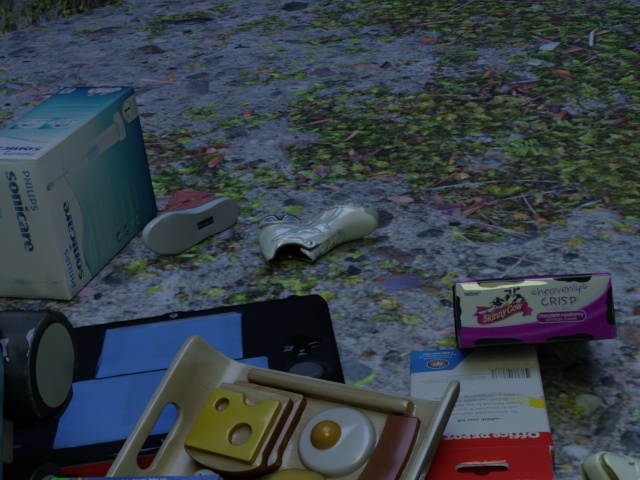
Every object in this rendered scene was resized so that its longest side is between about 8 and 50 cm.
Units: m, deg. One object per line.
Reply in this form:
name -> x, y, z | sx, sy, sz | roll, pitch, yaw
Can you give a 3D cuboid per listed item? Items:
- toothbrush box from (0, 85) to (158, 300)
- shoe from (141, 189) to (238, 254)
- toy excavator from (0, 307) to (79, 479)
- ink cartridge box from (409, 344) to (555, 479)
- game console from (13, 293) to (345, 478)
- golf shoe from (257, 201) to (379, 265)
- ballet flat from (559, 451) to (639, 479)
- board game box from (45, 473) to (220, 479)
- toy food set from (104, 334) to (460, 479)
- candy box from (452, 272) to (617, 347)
toothbrush box -> -0.367, -0.076, 1.669 | 0.126, 0.216, 0.295 | 1, 28, 18
shoe -> -0.211, -0.029, 1.715 | 0.081, 0.063, 0.178 | 15, 27, 40
toy excavator -> -0.395, 0.258, 0.923 | 0.222, 0.432, 0.445 | 0, -2, 14
ink cartridge box -> 0.156, 0.195, 1.128 | 0.134, 0.078, 0.231 | -4, 25, 7
game console -> -0.169, 0.161, 1.304 | 0.387, 0.060, 0.342 | -7, 25, -2
golf shoe -> 0.000, 0.000, 1.619 | 0.176, 0.069, 0.086 | -10, 45, 0
ballet flat -> 0.244, 0.234, 0.997 | 0.247, 0.087, 0.083 | -29, -1, -37
board game box -> -0.132, 0.272, 0.893 | 0.136, 0.201, 0.035 | -3, 26, 8
toy food set -> -0.046, 0.198, 1.043 | 0.306, 0.092, 0.219 | 7, 55, 32
candy box -> 0.225, 0.075, 1.257 | 0.159, 0.071, 0.233 | -4, -4, 5
